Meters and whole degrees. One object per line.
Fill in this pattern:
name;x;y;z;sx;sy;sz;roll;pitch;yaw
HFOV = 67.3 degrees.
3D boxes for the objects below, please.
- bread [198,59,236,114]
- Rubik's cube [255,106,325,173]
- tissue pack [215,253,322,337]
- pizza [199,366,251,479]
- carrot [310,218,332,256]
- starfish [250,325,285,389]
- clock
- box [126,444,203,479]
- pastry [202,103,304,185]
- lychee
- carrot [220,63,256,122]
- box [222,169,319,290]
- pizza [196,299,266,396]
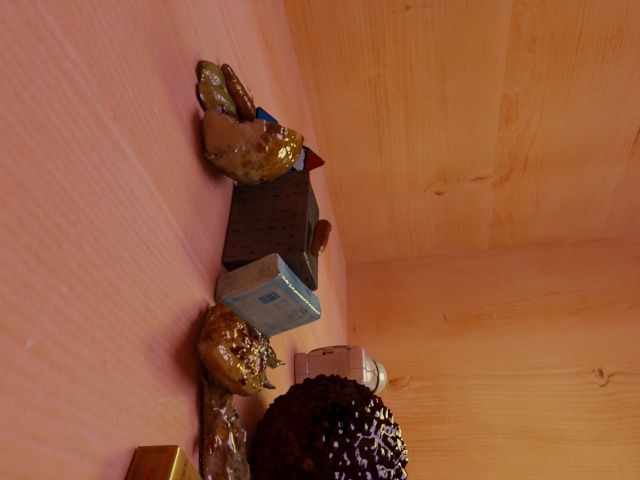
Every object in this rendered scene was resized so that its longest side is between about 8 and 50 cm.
bread;-0.264;-0.389;1.267;0.187;0.065;0.149;49;30;-71
Rubik's cube;-0.096;-0.290;1.523;0.284;0.234;0.250;-83;-179;-59
tissue pack;-0.126;0.148;1.236;0.263;0.177;0.089;51;21;-52
pizza;-0.203;0.412;1.031;0.189;0.071;0.297;37;41;-73
carrot;0.000;0.000;1.264;0.139;0.048;0.048;-78;160;-54
starfish;-0.162;0.308;1.397;0.277;0.062;0.235;50;36;-62
clock;0.080;0.546;1.947;0.326;0.342;0.184;54;35;-56
box;-0.234;0.478;0.768;0.174;0.076;0.274;-83;164;-50
pastry;-0.174;-0.221;1.222;0.256;0.237;0.170;41;62;-79
lychee;0.025;0.577;1.266;0.500;0.425;0.424;-124;-155;-79
carrot;-0.248;-0.445;1.444;0.209;0.061;0.061;65;20;-53
box;-0.125;-0.018;1.347;0.190;0.225;0.297;72;16;-51
pizza;-0.188;0.228;1.053;0.335;0.086;0.226;64;4;-67
